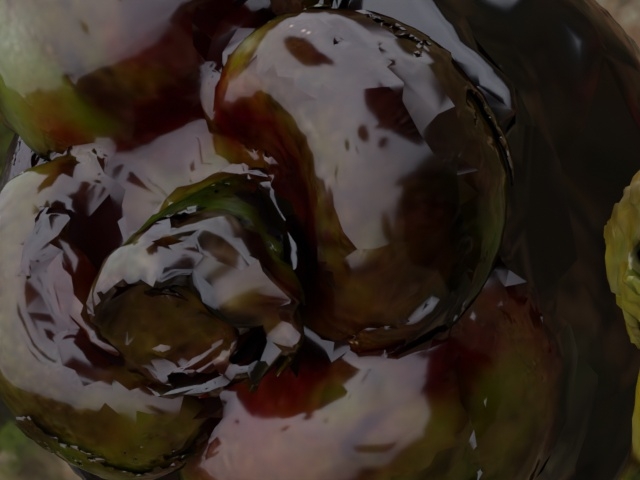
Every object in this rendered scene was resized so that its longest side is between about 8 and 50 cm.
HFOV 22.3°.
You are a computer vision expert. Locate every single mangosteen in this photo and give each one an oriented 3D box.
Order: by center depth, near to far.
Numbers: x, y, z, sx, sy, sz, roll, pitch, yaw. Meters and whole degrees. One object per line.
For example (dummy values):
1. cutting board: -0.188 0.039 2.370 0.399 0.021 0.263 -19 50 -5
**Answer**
1. mangosteen: -0.012 -0.002 0.841 0.381 0.421 0.381 -6 81 41

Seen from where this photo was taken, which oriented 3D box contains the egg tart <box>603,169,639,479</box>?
1. egg tart: 0.193 0.086 0.535 0.123 0.294 0.294 -51 34 2
